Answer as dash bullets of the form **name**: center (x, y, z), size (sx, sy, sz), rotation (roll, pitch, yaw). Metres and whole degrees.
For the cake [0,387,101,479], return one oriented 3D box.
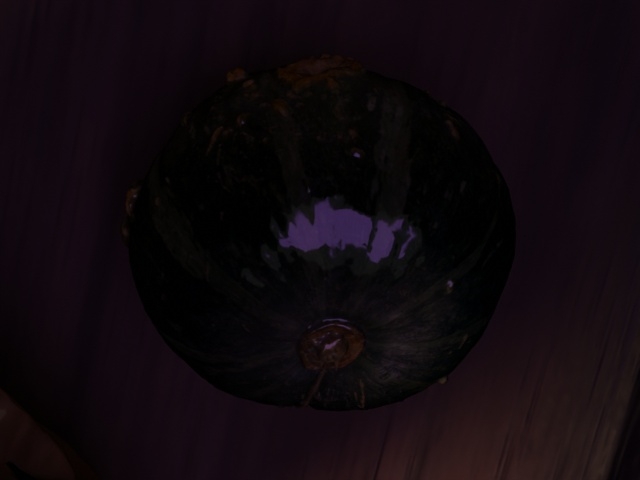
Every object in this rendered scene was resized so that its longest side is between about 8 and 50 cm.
- **cake**: center (-0.203, 0.217, 0.467), size (0.321, 0.332, 0.332), rotation (10, 102, -20)

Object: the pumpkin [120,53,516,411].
- **pumpkin**: center (0.001, 0.001, 0.536), size (0.190, 0.146, 0.190), rotation (-14, 136, -14)
